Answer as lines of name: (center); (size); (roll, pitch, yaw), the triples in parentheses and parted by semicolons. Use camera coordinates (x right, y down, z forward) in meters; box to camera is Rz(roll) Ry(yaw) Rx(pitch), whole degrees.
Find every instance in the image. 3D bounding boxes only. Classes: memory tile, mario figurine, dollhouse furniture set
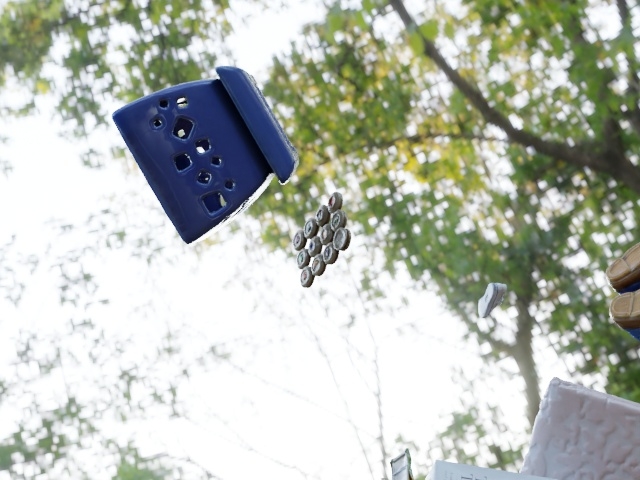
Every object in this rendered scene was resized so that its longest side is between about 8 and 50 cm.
memory tile: (0.000, 0.000, 1.878); (0.012, 0.113, 0.148); (12, -40, -31)
mario figurine: (0.506, 0.131, 1.507); (0.320, 0.170, 0.198); (44, -112, -29)
dollhouse furniture set: (0.142, 0.436, 2.090); (0.059, 0.076, 0.151); (17, -39, -21)

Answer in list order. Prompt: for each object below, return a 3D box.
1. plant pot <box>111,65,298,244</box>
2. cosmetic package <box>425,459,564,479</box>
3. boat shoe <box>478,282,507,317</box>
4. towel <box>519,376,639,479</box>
plant pot: (-0.165, -0.146, 1.846); (0.212, 0.235, 0.236); (-29, 3, 3)
cosmetic package: (0.306, 0.569, 1.934); (0.285, 0.377, 0.097); (10, -35, -3)
boat shoe: (0.314, 0.109, 2.127); (0.035, 0.035, 0.100); (-2, -37, -13)
towel: (0.517, 0.441, 2.109); (0.317, 0.053, 0.331); (16, -78, 8)
